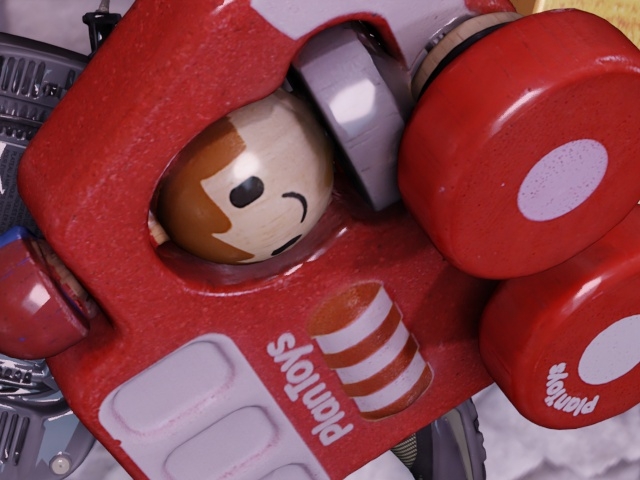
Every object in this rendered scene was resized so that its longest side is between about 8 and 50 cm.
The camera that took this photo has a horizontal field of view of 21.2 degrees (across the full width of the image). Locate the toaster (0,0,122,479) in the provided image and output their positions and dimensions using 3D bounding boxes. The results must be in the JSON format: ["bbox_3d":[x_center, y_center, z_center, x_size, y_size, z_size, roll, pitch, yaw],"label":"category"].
[{"bbox_3d":[-0.146,-0.009,0.777,0.129,0.146,0.227,12,100,-17],"label":"toaster"}]

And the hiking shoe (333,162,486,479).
[{"bbox_3d":[-0.003,0.052,0.868,0.114,0.086,0.227,-31,98,2],"label":"hiking shoe"}]

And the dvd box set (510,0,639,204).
[{"bbox_3d":[0.252,-0.137,0.891,0.308,0.062,0.420,13,99,-17],"label":"dvd box set"}]

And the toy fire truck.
[{"bbox_3d":[0.000,0.000,0.686,0.254,0.169,0.302,-34,142,-3],"label":"toy fire truck"}]
